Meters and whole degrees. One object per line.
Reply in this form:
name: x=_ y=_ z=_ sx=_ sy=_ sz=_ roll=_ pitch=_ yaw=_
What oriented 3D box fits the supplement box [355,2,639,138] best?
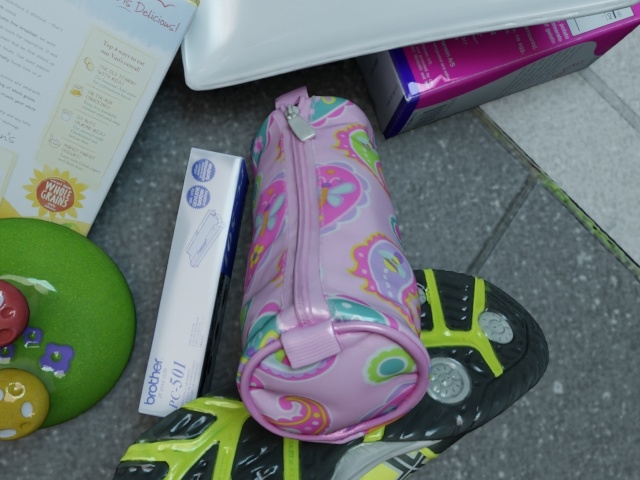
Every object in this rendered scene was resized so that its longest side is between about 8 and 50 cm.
supplement box: x=0.149 y=-0.189 z=0.583 sx=0.219 sy=0.111 sz=0.114 roll=-19 pitch=84 yaw=-6

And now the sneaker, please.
sneaker: x=0.018 y=0.145 z=0.535 sx=0.384 sy=0.147 sz=0.145 roll=-21 pitch=59 yaw=-23

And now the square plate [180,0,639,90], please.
square plate: x=0.039 y=-0.309 z=0.494 sx=0.343 sy=0.049 sz=0.348 roll=-6 pitch=89 yaw=20

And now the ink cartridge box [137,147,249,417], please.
ink cartridge box: x=-0.102 y=0.037 z=0.548 sx=0.046 sy=0.097 sz=0.207 roll=10 pitch=83 yaw=-2

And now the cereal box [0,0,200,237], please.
cereal box: x=-0.223 y=-0.124 z=0.514 sx=0.172 sy=0.047 sz=0.240 roll=27 pitch=109 yaw=-17

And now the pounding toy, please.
pounding toy: x=-0.259 y=0.097 z=0.499 sx=0.236 sy=0.110 sz=0.183 roll=-38 pitch=107 yaw=-2

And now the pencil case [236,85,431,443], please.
pencil case: x=0.000 y=0.000 z=0.479 sx=0.124 sy=0.124 sz=0.284 roll=0 pitch=41 yaw=-4
